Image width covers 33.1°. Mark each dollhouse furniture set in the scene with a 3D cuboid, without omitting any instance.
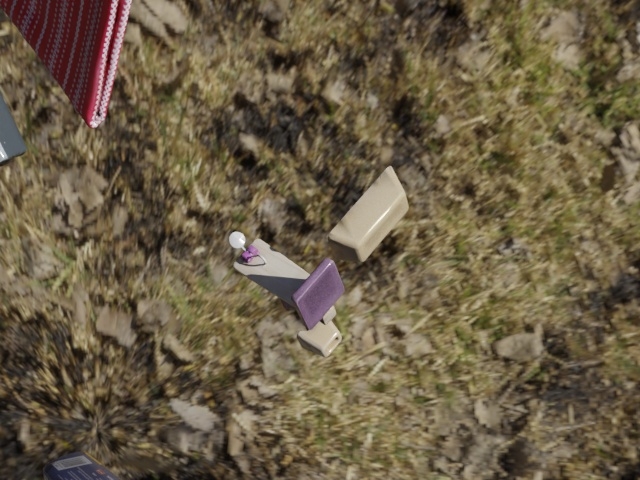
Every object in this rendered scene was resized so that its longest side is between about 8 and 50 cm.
[{"bbox_3d":[0.000,0.000,0.713,0.081,0.091,0.114,33,72,28],"label":"dollhouse furniture set"}]

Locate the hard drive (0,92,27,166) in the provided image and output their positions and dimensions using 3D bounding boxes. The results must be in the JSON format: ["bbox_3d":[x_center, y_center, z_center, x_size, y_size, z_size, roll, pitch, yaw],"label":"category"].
[{"bbox_3d":[-0.182,-0.079,0.426,0.094,0.022,0.135,-20,100,29],"label":"hard drive"}]

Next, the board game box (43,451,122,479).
[{"bbox_3d":[-0.165,0.273,0.798,0.060,0.194,0.194,-8,94,-26],"label":"board game box"}]

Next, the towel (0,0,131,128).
[{"bbox_3d":[-0.239,-0.253,0.939,0.031,0.198,0.275,-10,46,-36],"label":"towel"}]
